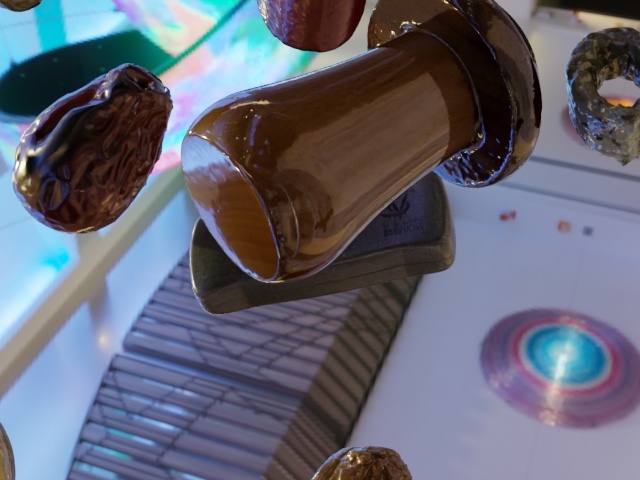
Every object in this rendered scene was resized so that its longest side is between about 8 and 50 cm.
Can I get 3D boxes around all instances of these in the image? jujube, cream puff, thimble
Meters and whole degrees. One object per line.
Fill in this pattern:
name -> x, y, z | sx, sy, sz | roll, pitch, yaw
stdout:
jujube -> -0.274, -0.116, 1.187 | 0.236, 0.168, 0.168 | -46, -3, 25
cream puff -> 0.046, 0.289, 1.036 | 0.144, 0.103, 0.126 | -55, -44, -21
thimble -> 0.249, -0.121, 0.811 | 0.062, 0.084, 0.110 | 61, -151, -52

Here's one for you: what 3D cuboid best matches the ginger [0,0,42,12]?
ginger -> -0.381, -0.307, 0.935 | 0.413, 0.211, 0.358 | -44, -8, 30

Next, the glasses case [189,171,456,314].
glasses case -> 0.000, 0.000, 1.173 | 0.074, 0.323, 0.131 | 64, -162, -53

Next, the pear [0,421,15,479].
pear -> -0.518, 0.309, 1.182 | 0.309, 0.309, 0.309 | 13, -90, -74

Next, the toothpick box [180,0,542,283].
toothpick box -> 0.044, -0.094, 0.792 | 0.294, 0.192, 0.192 | -31, -38, -25

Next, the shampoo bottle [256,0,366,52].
shampoo bottle -> 0.010, -0.241, 0.511 | 0.314, 0.076, 0.118 | 103, 173, -60
